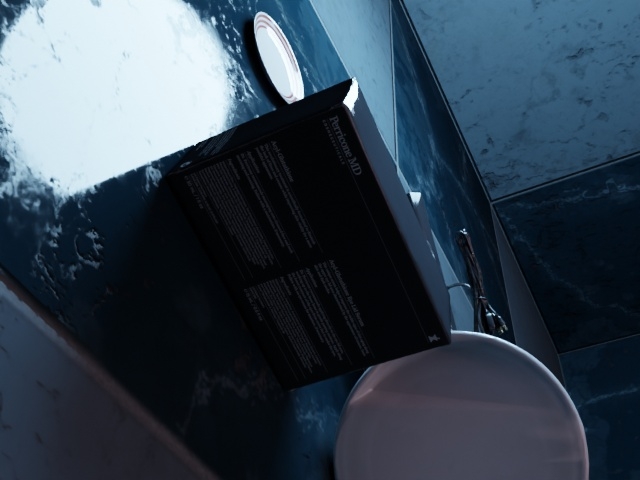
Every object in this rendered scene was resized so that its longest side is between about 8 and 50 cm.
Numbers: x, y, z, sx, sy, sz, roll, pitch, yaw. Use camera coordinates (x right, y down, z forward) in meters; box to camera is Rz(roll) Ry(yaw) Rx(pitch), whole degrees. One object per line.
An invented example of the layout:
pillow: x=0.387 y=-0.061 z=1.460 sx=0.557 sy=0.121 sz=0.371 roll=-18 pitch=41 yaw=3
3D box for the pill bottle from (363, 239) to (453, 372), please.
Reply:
pill bottle: x=0.105 y=0.079 z=1.038 sx=0.130 sy=0.130 sz=0.245 roll=33 pitch=42 yaw=-60

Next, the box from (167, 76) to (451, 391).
box: x=0.000 y=0.000 z=0.748 sx=0.261 sy=0.184 sz=0.103 roll=64 pitch=21 yaw=-20

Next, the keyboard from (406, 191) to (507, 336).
keyboard: x=0.159 y=0.077 z=1.097 sx=0.033 sy=0.201 sz=0.317 roll=12 pitch=59 yaw=-46

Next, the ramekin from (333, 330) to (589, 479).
ramekin: x=0.157 y=0.246 z=0.847 sx=0.127 sy=0.273 sz=0.273 roll=53 pitch=24 yaw=-67

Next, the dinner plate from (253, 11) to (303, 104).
dinner plate: x=-0.062 y=-0.253 z=1.062 sx=0.141 sy=0.017 sz=0.141 roll=54 pitch=25 yaw=-39
